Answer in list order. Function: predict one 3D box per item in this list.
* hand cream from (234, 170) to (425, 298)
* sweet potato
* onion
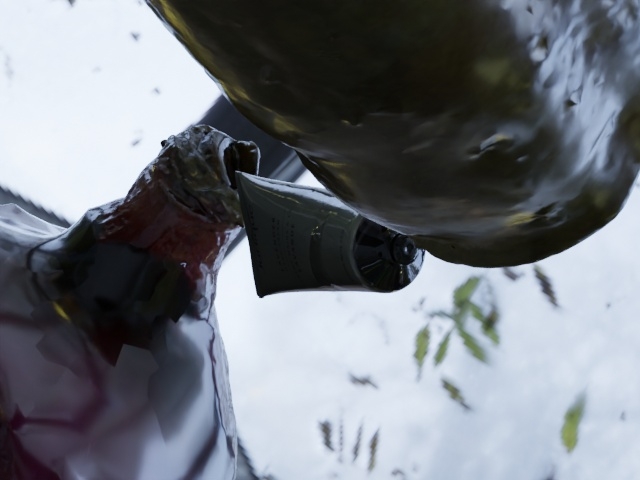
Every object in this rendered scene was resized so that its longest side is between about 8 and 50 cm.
[{"bbox_3d":[0.000,0.000,0.942,0.186,0.054,0.087,4,-73,57],"label":"hand cream"},{"bbox_3d":[-0.007,-0.127,0.462,0.158,0.157,0.370,-12,-35,32],"label":"sweet potato"},{"bbox_3d":[-0.186,0.093,1.170,0.420,0.398,0.398,-37,-82,13],"label":"onion"}]
